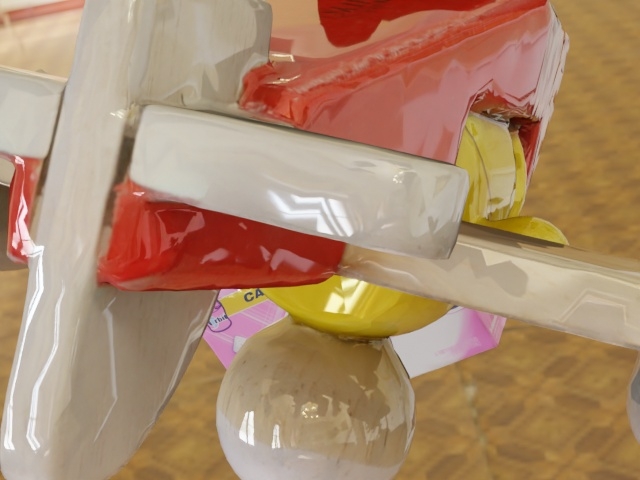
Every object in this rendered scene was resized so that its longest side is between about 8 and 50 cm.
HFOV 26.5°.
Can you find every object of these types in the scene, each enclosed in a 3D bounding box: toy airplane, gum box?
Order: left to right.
[{"bbox_3d":[0.000,0.000,0.521,0.385,0.272,0.386,-5,27,-21],"label":"toy airplane"},{"bbox_3d":[0.021,0.037,0.865,0.188,0.107,0.062,-24,20,29],"label":"gum box"}]
